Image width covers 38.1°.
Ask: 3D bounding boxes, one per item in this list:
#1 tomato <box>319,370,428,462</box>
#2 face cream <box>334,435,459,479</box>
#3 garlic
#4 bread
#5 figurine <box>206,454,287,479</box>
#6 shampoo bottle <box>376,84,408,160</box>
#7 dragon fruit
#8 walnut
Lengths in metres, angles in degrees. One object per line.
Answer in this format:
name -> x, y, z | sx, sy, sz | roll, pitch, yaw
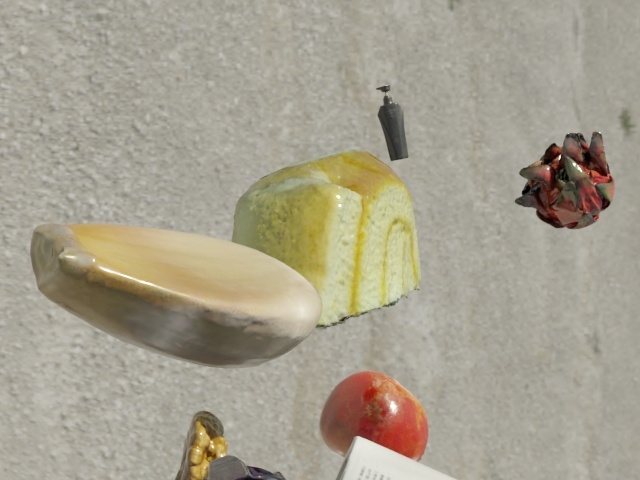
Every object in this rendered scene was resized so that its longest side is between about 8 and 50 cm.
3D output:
tomato -> 0.108, 0.366, 1.890 | 0.200, 0.233, 0.139 | -52, 159, -17
face cream -> 0.187, 0.395, 1.207 | 0.145, 0.370, 0.145 | 24, 90, -88
garlic -> -0.107, 0.050, 0.805 | 0.318, 0.143, 0.112 | 24, 105, -50
bread -> -0.004, -0.004, 1.459 | 0.395, 0.239, 0.263 | -12, 94, -67
figurine -> -0.048, 0.316, 0.827 | 0.308, 0.309, 0.143 | -3, 114, -54
shampoo bottle -> 0.131, -0.215, 1.692 | 0.027, 0.048, 0.137 | -107, -175, -87
dragon fruit -> 0.351, -0.082, 1.311 | 0.142, 0.121, 0.130 | 15, 77, -59
walnut -> -0.181, 0.341, 1.381 | 0.143, 0.069, 0.170 | -152, -102, -85
